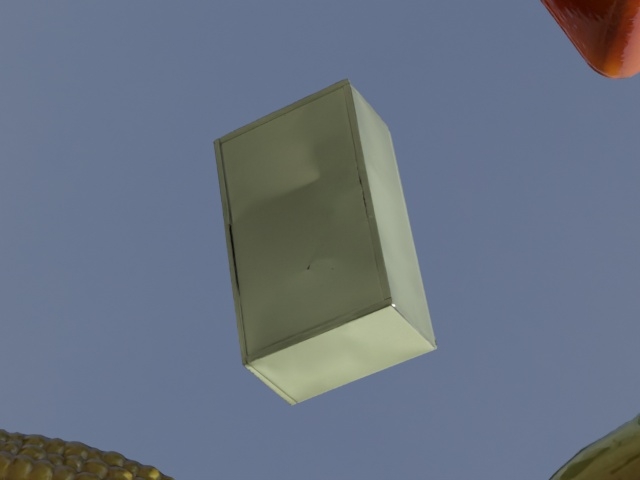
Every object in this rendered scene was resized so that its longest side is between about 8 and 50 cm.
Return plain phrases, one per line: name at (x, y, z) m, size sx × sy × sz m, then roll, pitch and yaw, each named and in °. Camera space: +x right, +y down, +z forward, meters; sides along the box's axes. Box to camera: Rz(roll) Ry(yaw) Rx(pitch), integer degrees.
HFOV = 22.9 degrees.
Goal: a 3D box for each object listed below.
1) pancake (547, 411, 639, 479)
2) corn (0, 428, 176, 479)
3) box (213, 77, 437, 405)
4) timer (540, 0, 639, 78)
pancake at (0.097, 0.245, 0.614) m, size 0.197 × 0.054 × 0.377 m, roll 7°, pitch -92°, yaw 31°
corn at (-0.192, 0.115, 0.717) m, size 0.319 × 0.097 × 0.097 m, roll 16°, pitch -80°, yaw 3°
box at (0.000, 0.000, 1.260) m, size 0.129 × 0.086 × 0.225 m, roll -23°, pitch -127°, yaw 18°
timer at (0.223, -0.290, 1.065) m, size 0.257 × 0.161 × 0.250 m, roll -37°, pitch -105°, yaw 0°
